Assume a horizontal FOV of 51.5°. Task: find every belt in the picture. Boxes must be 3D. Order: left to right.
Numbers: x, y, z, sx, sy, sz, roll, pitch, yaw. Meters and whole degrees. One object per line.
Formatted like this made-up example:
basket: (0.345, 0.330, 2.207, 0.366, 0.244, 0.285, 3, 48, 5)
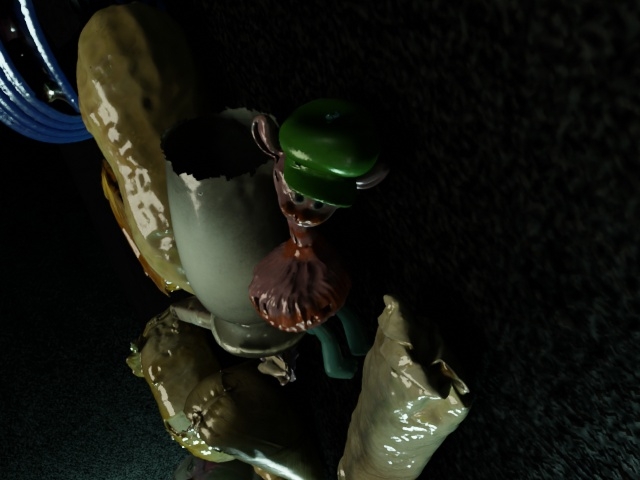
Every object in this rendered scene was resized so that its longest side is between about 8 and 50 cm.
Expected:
belt: (-0.267, -0.241, 0.641, 0.117, 0.212, 0.347, 59, 162, 22)

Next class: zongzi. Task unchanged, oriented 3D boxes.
zongzi: (-0.066, 0.237, 0.788, 0.197, 0.099, 0.194, 53, -174, 13)

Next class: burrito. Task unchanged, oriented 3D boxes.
burrito: (0.053, 0.137, 0.492, 0.275, 0.059, 0.082, 98, 155, -52)

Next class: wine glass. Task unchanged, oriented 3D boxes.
wine glass: (-0.061, 0.000, 0.540, 0.111, 0.111, 0.204, 46, 153, 41)

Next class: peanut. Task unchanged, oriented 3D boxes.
peanut: (-0.147, -0.080, 0.643, 0.130, 0.130, 0.290, 5, 115, 66)

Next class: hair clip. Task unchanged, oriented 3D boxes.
hair clip: (-0.098, 0.098, 0.792, 0.292, 0.084, 0.106, 19, 125, 56)

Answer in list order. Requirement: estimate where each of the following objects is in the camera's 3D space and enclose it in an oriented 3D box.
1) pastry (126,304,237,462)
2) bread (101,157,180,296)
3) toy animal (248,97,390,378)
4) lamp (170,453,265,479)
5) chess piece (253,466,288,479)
pastry: (-0.185, 0.216, 0.986, 0.257, 0.121, 0.236, 64, 177, -19)
bread: (-0.201, -0.031, 0.856, 0.199, 0.104, 0.199, 50, 157, 29)
toy animal: (0.000, 0.000, 0.452, 0.103, 0.100, 0.208, -76, -16, -49)
lamp: (-0.127, 0.482, 1.119, 0.301, 0.247, 0.247, 32, 180, 45)
chess piece: (-0.042, 0.391, 0.992, 0.172, 0.060, 0.060, 58, 158, 19)
